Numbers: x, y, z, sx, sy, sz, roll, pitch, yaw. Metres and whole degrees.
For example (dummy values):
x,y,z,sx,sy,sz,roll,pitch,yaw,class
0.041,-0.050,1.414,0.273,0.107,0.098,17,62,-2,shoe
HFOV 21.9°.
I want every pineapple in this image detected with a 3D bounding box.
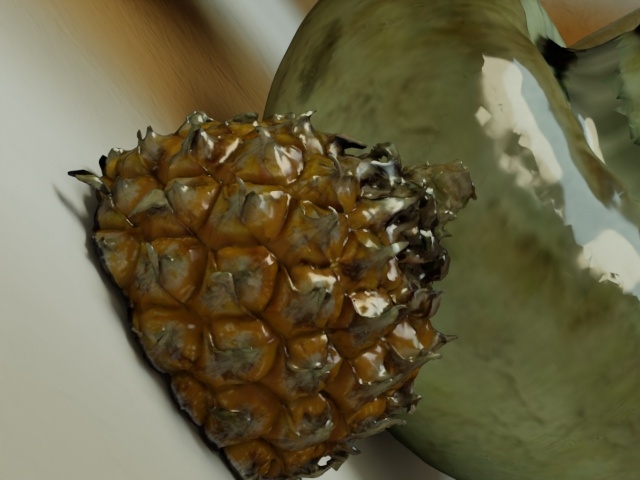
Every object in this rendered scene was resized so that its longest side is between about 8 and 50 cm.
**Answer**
x,y,z,sx,sy,sz,roll,pitch,yaw,class
0.002,0.003,0.681,0.161,0.137,0.176,65,10,29,pineapple

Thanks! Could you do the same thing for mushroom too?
x,y,z,sx,sy,sz,roll,pitch,yaw,class
0.113,-0.014,0.943,0.352,0.260,0.352,50,14,-18,mushroom

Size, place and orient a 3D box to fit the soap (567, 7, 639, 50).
x,y,z,sx,sy,sz,roll,pitch,yaw,class
0.191,-0.005,1.257,0.259,0.281,0.143,61,12,8,soap
